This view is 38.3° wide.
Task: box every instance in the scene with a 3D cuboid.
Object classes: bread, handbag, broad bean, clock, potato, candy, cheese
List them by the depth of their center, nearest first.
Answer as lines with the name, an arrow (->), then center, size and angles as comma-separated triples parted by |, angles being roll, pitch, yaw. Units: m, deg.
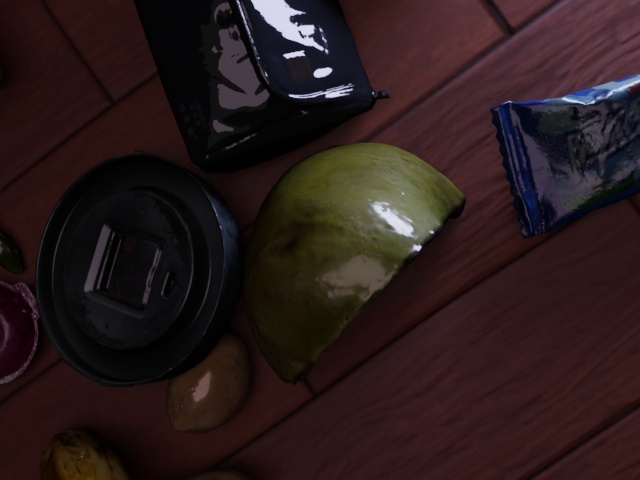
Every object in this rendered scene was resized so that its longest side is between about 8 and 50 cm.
potato -> 0.000, 0.000, 1.139 | 0.213, 0.280, 0.330 | 43, 97, 3
candy -> 0.393, -0.138, 1.189 | 0.331, 0.077, 0.187 | -17, 90, 5
handbag -> -0.081, -0.265, 1.198 | 0.275, 0.178, 0.301 | -19, 87, 7
bread -> -0.322, 0.368, 1.209 | 0.099, 0.235, 0.210 | 9, 92, -29
clock -> -0.244, 0.038, 1.227 | 0.313, 0.061, 0.312 | -4, 81, 26
potato -> -0.149, 0.192, 1.246 | 0.112, 0.112, 0.147 | 22, 87, 7
cheese -> -0.497, 0.151, 1.310 | 0.244, 0.062, 0.155 | -39, 84, 7
broad bean -> -0.511, -0.032, 1.323 | 0.227, 0.039, 0.069 | 35, 128, 10

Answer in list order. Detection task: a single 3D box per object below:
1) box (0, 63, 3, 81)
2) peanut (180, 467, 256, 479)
box -> -0.566, -0.250, 1.236 | 0.226, 0.226, 0.149 | -29, 86, 6
peanut -> -0.187, 0.394, 1.239 | 0.253, 0.122, 0.137 | -21, 115, 10
